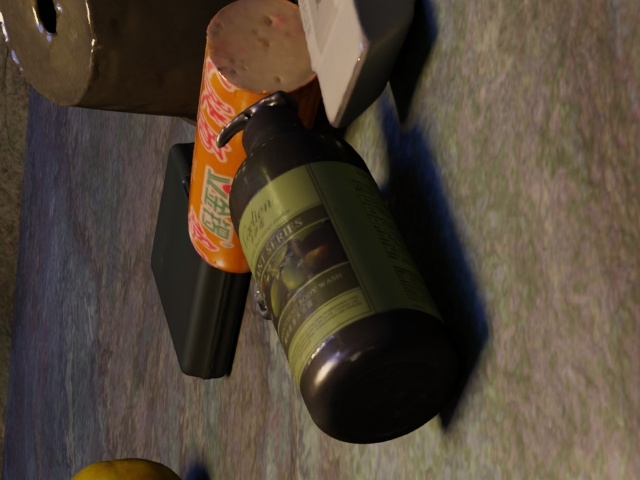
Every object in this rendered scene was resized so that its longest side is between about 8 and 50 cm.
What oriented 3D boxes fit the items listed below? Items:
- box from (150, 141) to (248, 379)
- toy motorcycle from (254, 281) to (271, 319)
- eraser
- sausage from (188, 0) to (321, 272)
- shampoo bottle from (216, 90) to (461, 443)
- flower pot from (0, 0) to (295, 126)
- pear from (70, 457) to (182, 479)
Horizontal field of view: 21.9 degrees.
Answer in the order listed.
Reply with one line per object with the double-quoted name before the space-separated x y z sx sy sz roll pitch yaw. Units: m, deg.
"box" -0.121 0.017 1.627 0.230 0.050 0.160 -115 33 -59
"toy motorcycle" -0.009 -0.005 1.256 0.193 0.061 0.124 156 124 -70
"eraser" 0.015 -0.230 1.230 0.089 0.061 0.352 111 155 -45
"sausage" -0.060 -0.062 1.336 0.312 0.093 0.093 105 162 -57
"shampoo bottle" 0.000 0.000 1.095 0.284 0.101 0.101 -114 32 -42
"flower pot" -0.159 -0.202 1.353 0.269 0.166 0.269 25 124 44
"pear" -0.189 0.282 1.616 0.162 0.148 0.149 -159 74 -67
